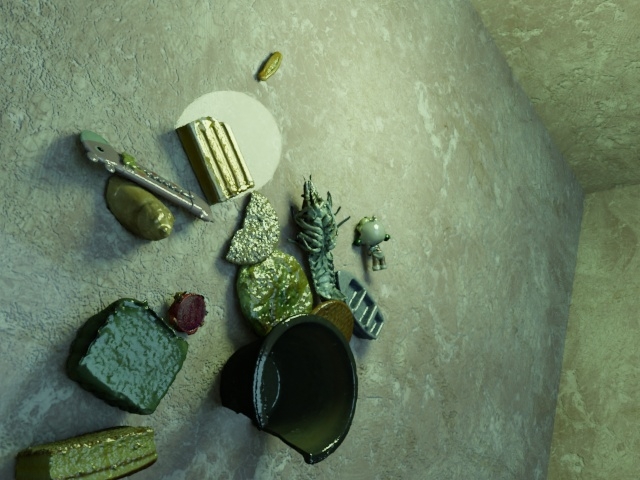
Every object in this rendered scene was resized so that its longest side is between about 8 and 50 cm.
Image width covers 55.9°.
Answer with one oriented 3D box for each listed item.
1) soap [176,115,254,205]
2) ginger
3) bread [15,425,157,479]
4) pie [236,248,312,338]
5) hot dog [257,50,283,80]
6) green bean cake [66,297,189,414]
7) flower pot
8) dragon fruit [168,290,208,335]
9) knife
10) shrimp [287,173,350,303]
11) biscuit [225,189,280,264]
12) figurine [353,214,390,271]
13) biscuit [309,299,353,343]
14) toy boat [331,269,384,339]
[{"bbox_3d":[-0.287,-0.228,1.670,0.140,0.073,0.232,-35,107,-46],"label":"soap"},{"bbox_3d":[-0.434,-0.077,1.458,0.193,0.123,0.115,43,73,-26],"label":"ginger"},{"bbox_3d":[-0.481,0.458,1.245,0.234,0.184,0.110,1,75,-46],"label":"bread"},{"bbox_3d":[-0.129,0.154,1.758,0.277,0.079,0.276,13,72,-46],"label":"pie"},{"bbox_3d":[-0.157,-0.547,1.906,0.044,0.028,0.137,31,55,-9],"label":"hot dog"},{"bbox_3d":[-0.437,0.260,1.376,0.227,0.125,0.222,48,53,-27],"label":"green bean cake"},{"bbox_3d":[-0.103,0.380,1.612,0.379,0.251,0.379,11,74,-43],"label":"flower pot"},{"bbox_3d":[-0.346,0.181,1.534,0.126,0.068,0.112,20,84,-57],"label":"dragon fruit"},{"bbox_3d":[-0.418,-0.154,1.506,0.399,0.038,0.132,33,24,-42],"label":"knife"},{"bbox_3d":[-0.002,-0.003,1.880,0.222,0.166,0.410,-11,105,-27],"label":"shrimp"},{"bbox_3d":[-0.179,-0.023,1.741,0.133,0.032,0.249,29,57,-17],"label":"biscuit"},{"bbox_3d":[0.184,0.008,2.118,0.147,0.093,0.197,-10,97,-25],"label":"figurine"},{"bbox_3d":[0.006,0.302,1.844,0.262,0.037,0.261,-24,124,-41],"label":"biscuit"},{"bbox_3d":[0.113,0.209,2.006,0.283,0.078,0.127,55,49,-24],"label":"toy boat"}]
